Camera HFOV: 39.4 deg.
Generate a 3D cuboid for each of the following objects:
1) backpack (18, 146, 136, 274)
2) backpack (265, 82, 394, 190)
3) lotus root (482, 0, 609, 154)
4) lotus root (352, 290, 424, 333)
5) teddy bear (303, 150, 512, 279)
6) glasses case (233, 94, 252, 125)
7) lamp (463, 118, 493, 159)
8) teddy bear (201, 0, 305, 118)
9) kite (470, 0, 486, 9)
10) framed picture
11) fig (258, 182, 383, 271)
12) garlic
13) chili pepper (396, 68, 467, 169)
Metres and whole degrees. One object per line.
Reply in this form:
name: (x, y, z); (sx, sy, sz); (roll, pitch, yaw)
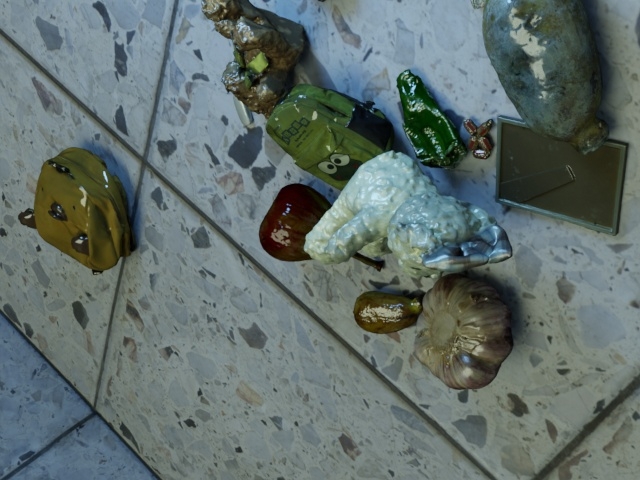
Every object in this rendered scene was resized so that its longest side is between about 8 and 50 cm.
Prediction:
backpack: (-0.712, -0.092, 2.640); (0.354, 0.201, 0.378); (22, 133, 28)
backpack: (0.016, -0.224, 1.839); (0.253, 0.140, 0.207); (30, 144, -19)
lotus root: (0.371, -0.293, 1.470); (0.175, 0.175, 0.349); (-8, 111, 47)
lotus root: (0.160, 0.162, 2.033); (0.191, 0.094, 0.108); (-5, 146, 41)
teddy bear: (0.171, 0.021, 1.745); (0.362, 0.327, 0.375); (60, 142, 32)
glasses case: (-0.184, -0.311, 2.109); (0.032, 0.021, 0.083); (1, 116, 45)
lamp: (0.305, -0.192, 1.702); (0.063, 0.031, 0.083); (13, 127, 41)
teddy bear: (-0.159, -0.388, 1.865); (0.222, 0.296, 0.246); (-47, 68, 24)
kite: (0.300, -0.505, 1.512); (0.229, 0.012, 0.250); (31, 133, 22)
framed picture: (0.433, -0.120, 1.633); (0.250, 0.016, 0.184); (19, 128, 36)
fig: (0.005, -0.031, 2.046); (0.290, 0.190, 0.190); (5, 126, 0)
garlic: (0.306, 0.193, 1.861); (0.245, 0.161, 0.244); (-16, 69, 50)
chili pepper: (0.214, -0.235, 1.740); (0.108, 0.062, 0.216); (-23, 98, 43)
